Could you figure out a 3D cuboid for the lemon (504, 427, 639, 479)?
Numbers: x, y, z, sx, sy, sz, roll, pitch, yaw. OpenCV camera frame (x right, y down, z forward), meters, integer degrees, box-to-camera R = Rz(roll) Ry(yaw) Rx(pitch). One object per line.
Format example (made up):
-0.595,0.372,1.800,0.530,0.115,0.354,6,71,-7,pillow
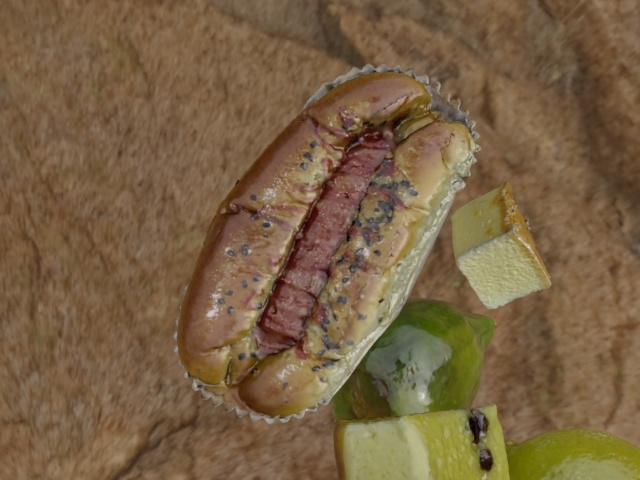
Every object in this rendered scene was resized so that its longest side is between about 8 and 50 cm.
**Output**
0.262,0.281,1.251,0.248,0.184,0.184,27,70,25,lemon

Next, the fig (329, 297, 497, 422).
0.092,0.131,1.335,0.167,0.167,0.233,32,30,-3,fig

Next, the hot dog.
0.000,0.000,0.865,0.144,0.075,0.268,32,91,6,hot dog

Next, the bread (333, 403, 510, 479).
0.059,0.183,0.534,0.088,0.049,0.226,6,72,-54,bread

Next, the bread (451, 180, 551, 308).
0.181,0.005,1.306,0.084,0.109,0.080,-27,118,18,bread
